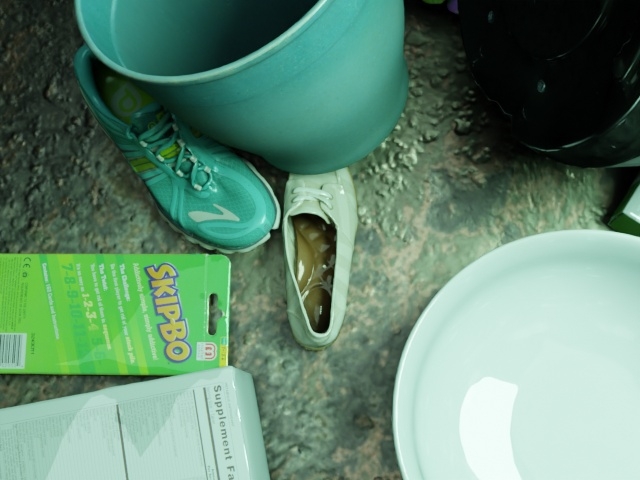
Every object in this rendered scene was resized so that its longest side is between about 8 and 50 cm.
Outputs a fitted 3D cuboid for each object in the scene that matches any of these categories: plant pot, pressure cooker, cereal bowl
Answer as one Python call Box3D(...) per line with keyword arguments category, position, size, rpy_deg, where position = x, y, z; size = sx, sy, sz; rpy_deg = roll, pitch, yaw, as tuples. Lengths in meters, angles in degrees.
Box3D(category="plant pot", position=(-0.038, -0.197, 0.855), size=(0.271, 0.255, 0.272), rpy_deg=(-10, 64, 20))
Box3D(category="pressure cooker", position=(0.371, -0.252, 0.788), size=(0.420, 0.370, 0.375), rpy_deg=(-3, 33, -19))
Box3D(category="cereal bowl", position=(0.238, 0.169, 0.830), size=(0.339, 0.141, 0.339), rpy_deg=(-4, 70, 10))

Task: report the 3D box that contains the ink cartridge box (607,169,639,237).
Box3D(category="ink cartridge box", position=(0.407, -0.011, 0.910), size=(0.209, 0.062, 0.109), rpy_deg=(33, 81, 8))

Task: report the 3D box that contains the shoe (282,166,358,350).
Box3D(category="shoe", position=(0.000, 0.000, 0.933), size=(0.076, 0.058, 0.219), rpy_deg=(-1, 79, 3))

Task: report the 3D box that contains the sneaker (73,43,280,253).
Box3D(category="sneaker", position=(-0.156, -0.093, 0.935), size=(0.275, 0.110, 0.107), rpy_deg=(44, 84, 9))

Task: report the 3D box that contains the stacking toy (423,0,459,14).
Box3D(category="stacking toy", position=(0.140, -0.296, 0.956), size=(0.302, 0.166, 0.175), rpy_deg=(36, 73, -5))

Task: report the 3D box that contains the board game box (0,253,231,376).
Box3D(category="board game box", position=(-0.220, 0.076, 0.943), size=(0.259, 0.039, 0.124), rpy_deg=(0, 79, 6))

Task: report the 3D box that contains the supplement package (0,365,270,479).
Box3D(category="supplement package", position=(-0.179, 0.209, 0.863), size=(0.244, 0.134, 0.139), rpy_deg=(-11, 78, 1))
